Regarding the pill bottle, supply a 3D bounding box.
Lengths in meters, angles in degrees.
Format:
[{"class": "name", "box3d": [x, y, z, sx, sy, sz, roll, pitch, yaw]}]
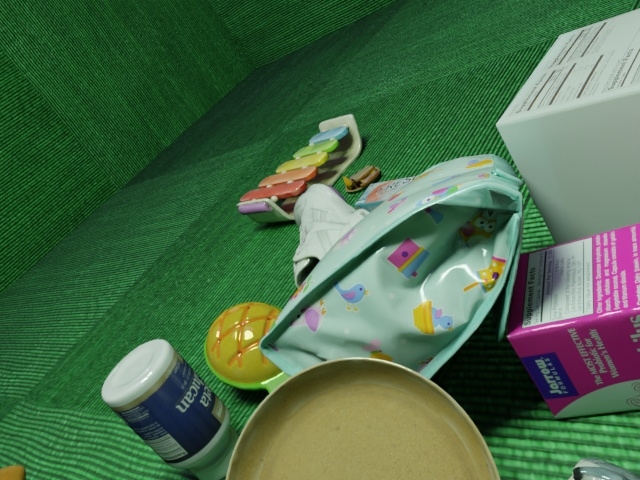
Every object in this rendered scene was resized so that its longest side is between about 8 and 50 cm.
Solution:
[{"class": "pill bottle", "box3d": [-0.165, 0.204, 0.754, 0.094, 0.169, 0.094, -28, 25, 14]}]

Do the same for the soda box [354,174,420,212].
[{"class": "soda box", "box3d": [0.141, -0.059, 0.987, 0.183, 0.063, 0.058, -6, 37, 48]}]

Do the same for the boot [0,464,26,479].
[{"class": "boot", "box3d": [-0.431, 0.376, 0.863, 0.295, 0.104, 0.211, -34, 23, 12]}]

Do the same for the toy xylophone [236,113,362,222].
[{"class": "toy xylophone", "box3d": [-0.052, -0.137, 1.373, 0.236, 0.081, 0.322, -11, 33, 44]}]

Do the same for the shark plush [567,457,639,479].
[{"class": "shark plush", "box3d": [0.240, 0.175, 0.427, 0.067, 0.073, 0.161, -15, -1, -45]}]

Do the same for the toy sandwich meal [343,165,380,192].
[{"class": "toy sandwich meal", "box3d": [0.077, -0.123, 1.237, 0.086, 0.029, 0.085, -28, 24, 14]}]

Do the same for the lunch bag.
[{"class": "lunch bag", "box3d": [0.099, 0.029, 0.628, 0.262, 0.160, 0.223, -48, -3, 20]}]

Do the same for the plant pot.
[{"class": "plant pot", "box3d": [0.030, 0.213, 0.512, 0.237, 0.032, 0.236, -8, 70, 23]}]

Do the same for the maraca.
[{"class": "maraca", "box3d": [-0.074, 0.145, 0.848, 0.186, 0.099, 0.127, 22, 62, 33]}]

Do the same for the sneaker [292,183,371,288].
[{"class": "sneaker", "box3d": [0.000, 0.000, 0.996, 0.152, 0.114, 0.305, -37, 23, -8]}]

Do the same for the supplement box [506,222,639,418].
[{"class": "supplement box", "box3d": [0.279, 0.056, 0.523, 0.220, 0.111, 0.114, -19, 29, 34]}]

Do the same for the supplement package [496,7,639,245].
[{"class": "supplement package", "box3d": [0.359, -0.113, 0.629, 0.263, 0.199, 0.198, -6, 36, 48]}]
